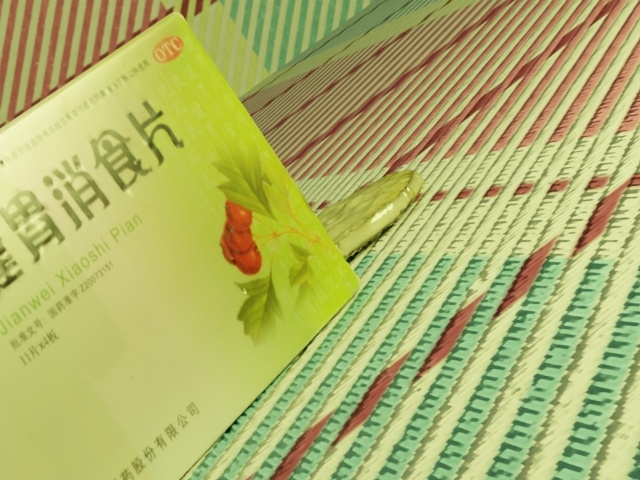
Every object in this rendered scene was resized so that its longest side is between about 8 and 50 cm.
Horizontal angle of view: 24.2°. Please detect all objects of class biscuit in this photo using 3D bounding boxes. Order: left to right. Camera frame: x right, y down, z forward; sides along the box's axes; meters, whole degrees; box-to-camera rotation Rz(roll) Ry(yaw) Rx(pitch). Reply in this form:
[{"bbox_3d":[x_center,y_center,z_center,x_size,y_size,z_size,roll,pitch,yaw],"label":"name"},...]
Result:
[{"bbox_3d":[0.000,0.000,0.933,0.152,0.020,0.152,-33,10,6],"label":"biscuit"}]

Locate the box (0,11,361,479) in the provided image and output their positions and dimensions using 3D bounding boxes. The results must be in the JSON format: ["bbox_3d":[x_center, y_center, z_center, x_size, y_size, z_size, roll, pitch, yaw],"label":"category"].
[{"bbox_3d":[-0.107,0.025,0.703,0.062,0.175,0.260,-24,15,44],"label":"box"}]
